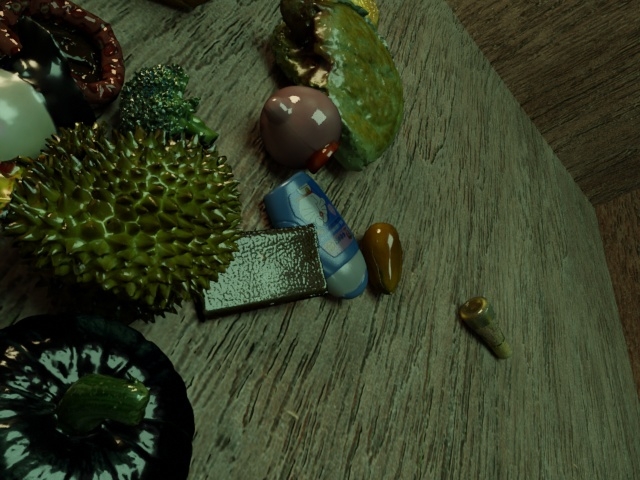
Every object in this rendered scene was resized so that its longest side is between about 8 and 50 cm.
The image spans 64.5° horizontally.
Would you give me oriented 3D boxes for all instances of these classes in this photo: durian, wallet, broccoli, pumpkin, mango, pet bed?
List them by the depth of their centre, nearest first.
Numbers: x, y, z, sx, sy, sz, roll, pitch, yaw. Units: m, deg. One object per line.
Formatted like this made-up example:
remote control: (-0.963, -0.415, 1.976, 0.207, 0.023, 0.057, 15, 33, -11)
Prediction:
pumpkin: (-0.225, 0.172, 0.470, 0.248, 0.248, 0.248, 28, 47, -35)
durian: (-0.217, -0.019, 0.585, 0.293, 0.258, 0.258, 91, -20, -75)
pet bed: (-0.383, -0.284, 0.749, 0.201, 0.053, 0.201, 26, 44, -29)
broccoli: (-0.234, -0.192, 0.791, 0.160, 0.167, 0.154, 36, 67, -29)
wallet: (-0.098, 0.047, 0.835, 0.243, 0.039, 0.132, -8, 80, -37)
mango: (0.135, 0.041, 1.118, 0.105, 0.084, 0.159, 21, 70, -60)

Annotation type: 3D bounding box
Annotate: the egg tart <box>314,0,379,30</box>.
egg tart: (0.068, -0.722, 1.545, 0.279, 0.095, 0.278, 22, 54, -34)

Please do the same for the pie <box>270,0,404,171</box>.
pie: (0.066, -0.376, 1.244, 0.395, 0.180, 0.418, -25, 93, -53)

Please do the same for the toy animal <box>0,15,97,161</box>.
toy animal: (-0.375, -0.157, 0.611, 0.166, 0.138, 0.179, 53, 45, -19)

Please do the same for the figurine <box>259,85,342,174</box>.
figurine: (-0.041, -0.225, 1.015, 0.173, 0.173, 0.173, 28, 47, -35)

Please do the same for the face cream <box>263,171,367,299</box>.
face cream: (0.000, 0.000, 0.980, 0.264, 0.083, 0.149, 55, 48, -8)

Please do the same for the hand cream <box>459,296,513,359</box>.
hand cream: (0.457, 0.243, 1.361, 0.203, 0.084, 0.084, 50, 38, -22)

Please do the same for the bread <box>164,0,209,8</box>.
bread: (-0.298, -0.554, 0.907, 0.288, 0.204, 0.156, -7, 79, -46)
